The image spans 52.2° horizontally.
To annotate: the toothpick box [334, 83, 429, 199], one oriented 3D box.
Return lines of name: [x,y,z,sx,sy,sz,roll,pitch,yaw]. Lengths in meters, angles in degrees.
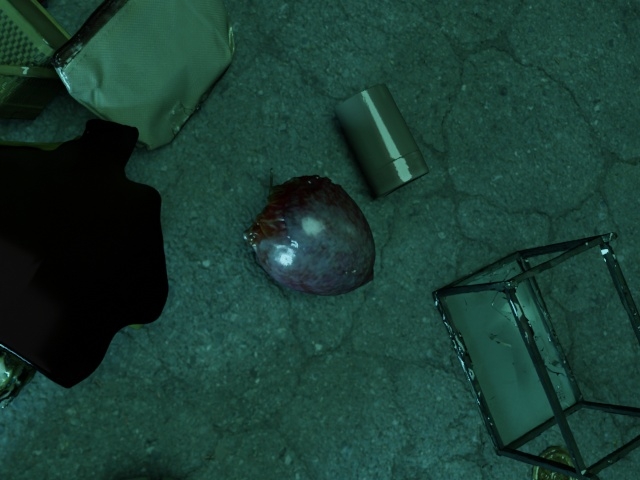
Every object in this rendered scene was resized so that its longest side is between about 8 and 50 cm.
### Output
toothpick box: [0.112,-0.178,1.187,0.111,0.111,0.181,-26,89,-18]

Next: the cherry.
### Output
cherry: [0.000,0.000,1.102,0.249,0.175,0.192,39,46,-22]

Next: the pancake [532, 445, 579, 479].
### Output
pancake: [0.455,0.454,1.255,0.114,0.011,0.115,2,83,-18]

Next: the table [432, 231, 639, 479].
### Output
table: [0.403,0.195,1.138,0.222,0.272,0.335,-22,89,-18]

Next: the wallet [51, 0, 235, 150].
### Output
wallet: [-0.258,-0.312,1.043,0.335,0.068,0.275,-58,144,-19]

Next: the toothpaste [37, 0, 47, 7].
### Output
toothpaste: [-0.501,-0.479,1.079,0.070,0.044,0.194,-22,90,-20]

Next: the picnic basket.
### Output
picnic basket: [-0.497,-0.318,0.974,0.139,0.165,0.267,-42,95,8]

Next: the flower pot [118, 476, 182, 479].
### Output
flower pot: [-0.259,0.430,0.954,0.235,0.235,0.141,3,57,-16]

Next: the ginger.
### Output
ginger: [-0.419,-0.006,0.980,0.358,0.211,0.414,-33,100,-36]

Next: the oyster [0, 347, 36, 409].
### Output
oyster: [-0.555,0.168,0.954,0.259,0.092,0.198,10,80,-6]
